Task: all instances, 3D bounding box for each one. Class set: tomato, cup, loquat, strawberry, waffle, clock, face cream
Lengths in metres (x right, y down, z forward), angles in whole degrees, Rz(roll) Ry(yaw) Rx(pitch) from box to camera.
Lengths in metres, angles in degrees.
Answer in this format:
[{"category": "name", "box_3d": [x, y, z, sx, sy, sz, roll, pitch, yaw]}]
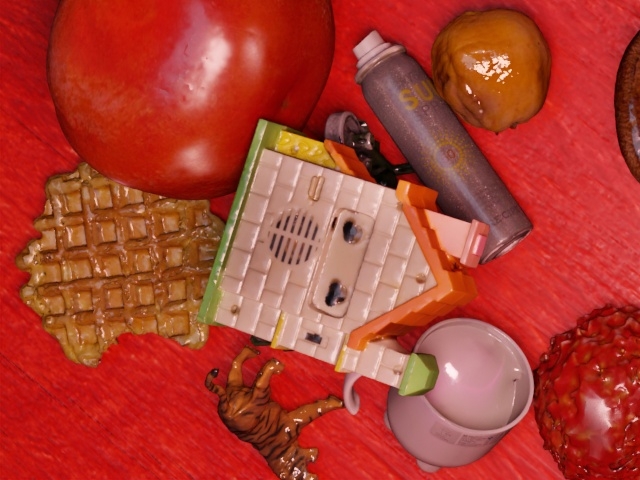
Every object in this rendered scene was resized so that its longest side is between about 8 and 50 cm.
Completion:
[{"category": "tomato", "box_3d": [-0.141, -0.206, 1.978, 0.290, 0.293, 0.325, 28, 93, 25]}, {"category": "cup", "box_3d": [0.120, 0.177, 1.944, 0.134, 0.173, 0.142, 64, 151, 21]}, {"category": "loquat", "box_3d": [0.185, -0.181, 1.957, 0.137, 0.113, 0.137, 0, 94, -3]}, {"category": "strawberry", "box_3d": [0.313, 0.180, 1.874, 0.234, 0.178, 0.234, 3, 99, 21]}, {"category": "waffle", "box_3d": [-0.231, 0.030, 2.152, 0.291, 0.051, 0.291, 0, 91, 20]}, {"category": "clock", "box_3d": [0.033, 0.021, 1.865, 0.255, 0.106, 0.219, 19, 93, 22]}, {"category": "face cream", "box_3d": [0.125, -0.106, 1.996, 0.073, 0.073, 0.283, -38, 77, 18]}]

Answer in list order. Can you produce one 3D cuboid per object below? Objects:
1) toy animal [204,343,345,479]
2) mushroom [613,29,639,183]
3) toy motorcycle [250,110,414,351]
[{"category": "toy animal", "box_3d": [-0.077, 0.179, 2.006, 0.114, 0.255, 0.116, 26, 83, 33]}, {"category": "mushroom", "box_3d": [0.402, -0.141, 1.862, 0.231, 0.138, 0.194, -50, 60, 4]}, {"category": "toy motorcycle", "box_3d": [0.000, 0.000, 2.028, 0.205, 0.127, 0.275, -7, 95, 23]}]
